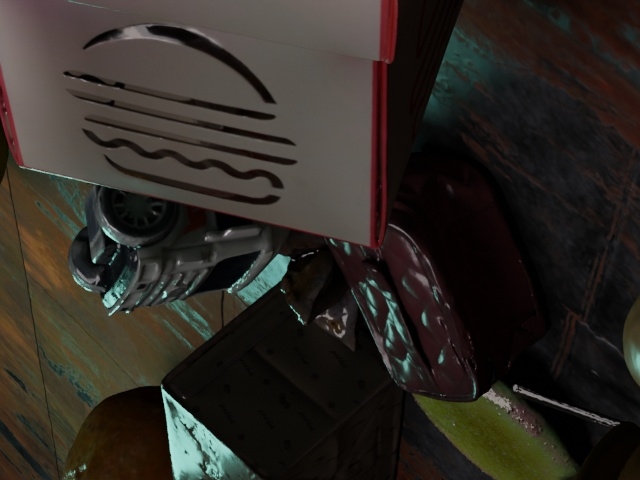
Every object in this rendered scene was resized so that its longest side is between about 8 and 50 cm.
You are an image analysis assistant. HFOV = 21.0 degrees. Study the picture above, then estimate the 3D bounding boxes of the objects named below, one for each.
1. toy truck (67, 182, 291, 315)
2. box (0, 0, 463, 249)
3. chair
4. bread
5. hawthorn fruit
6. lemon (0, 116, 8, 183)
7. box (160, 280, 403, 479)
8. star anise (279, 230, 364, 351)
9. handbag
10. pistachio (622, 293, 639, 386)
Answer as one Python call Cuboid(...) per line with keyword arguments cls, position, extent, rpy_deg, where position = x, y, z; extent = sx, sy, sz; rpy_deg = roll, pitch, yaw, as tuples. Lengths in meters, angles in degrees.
Cuboid(cls="toy truck", position=(-0.134, -0.135, 1.582), extent=(0.173, 0.207, 0.388), rpy_deg=(136, 128, -64))
Cuboid(cls="box", position=(-0.056, -0.219, 1.250), extent=(0.314, 0.312, 0.300), rpy_deg=(13, 144, 10))
Cuboid(cls="chair", position=(0.255, 0.233, 1.543), extent=(0.247, 0.159, 0.172), rpy_deg=(6, 126, 38))
Cuboid(cls="bread", position=(0.174, 0.194, 1.767), extent=(0.228, 0.033, 0.228), rpy_deg=(37, 162, 14))
Cuboid(cls="hawthorn fruit", position=(-0.249, 0.361, 2.446), extent=(0.277, 0.298, 0.277), rpy_deg=(37, 163, 14))
Cuboid(cls="lemon", position=(-0.549, -0.143, 2.423), extent=(0.240, 0.219, 0.240), rpy_deg=(29, 170, 5))
Cuboid(cls="box", position=(-0.042, 0.234, 2.015), extent=(0.190, 0.225, 0.297), rpy_deg=(38, 151, 26))
Cuboid(cls="star anise", position=(0.007, 0.015, 1.696), extent=(0.073, 0.212, 0.197), rpy_deg=(-17, 90, 23))
Cuboid(cls="handbag", position=(0.108, 0.036, 1.614), extent=(0.146, 0.135, 0.225), rpy_deg=(9, 129, 50))
Cuboid(cls="pistachio", position=(0.327, 0.067, 1.252), extent=(0.293, 0.162, 0.181), rpy_deg=(160, 110, -67))
